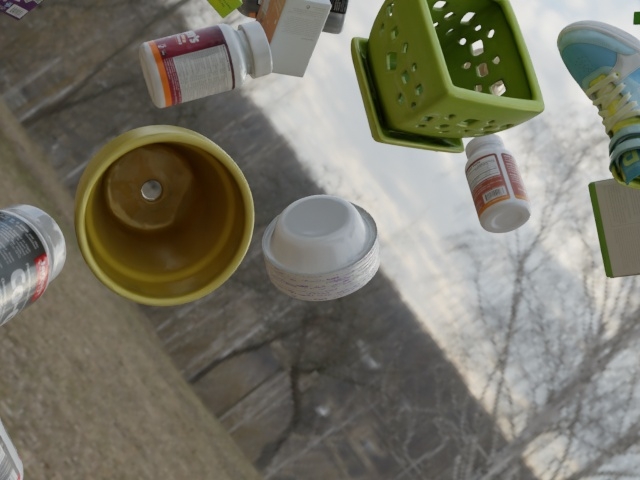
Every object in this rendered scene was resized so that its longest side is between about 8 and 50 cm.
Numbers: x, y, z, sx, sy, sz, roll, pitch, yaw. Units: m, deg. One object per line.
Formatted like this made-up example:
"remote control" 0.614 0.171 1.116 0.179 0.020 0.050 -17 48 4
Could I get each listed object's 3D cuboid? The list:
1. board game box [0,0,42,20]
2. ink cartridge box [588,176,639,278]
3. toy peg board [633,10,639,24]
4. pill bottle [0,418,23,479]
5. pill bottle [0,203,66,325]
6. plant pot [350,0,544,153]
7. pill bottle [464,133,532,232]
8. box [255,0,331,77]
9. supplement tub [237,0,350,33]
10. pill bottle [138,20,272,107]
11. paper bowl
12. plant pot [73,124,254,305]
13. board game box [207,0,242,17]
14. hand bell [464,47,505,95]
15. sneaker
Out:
"board game box" -0.594 -0.522 1.727 0.347 0.208 0.056 20 47 -59
"ink cartridge box" 0.647 -0.041 1.814 0.255 0.097 0.189 -10 -88 42
"toy peg board" 0.492 -0.361 1.353 0.079 0.161 0.160 8 14 32
"pill bottle" -0.687 0.392 1.870 0.176 0.176 0.318 50 -24 30
"pill bottle" -0.490 0.047 1.410 0.161 0.161 0.283 53 20 -5
"plant pot" 0.188 -0.266 1.570 0.227 0.207 0.228 3 64 -38
"pill bottle" 0.400 -0.134 2.242 0.121 0.121 0.216 58 18 -55
"box" -0.060 -0.423 1.883 0.130 0.091 0.170 -107 -149 -43
"supplement tub" -0.080 -0.626 2.393 0.316 0.193 0.193 11 -3 -2
"pill bottle" -0.208 -0.324 1.778 0.121 0.221 0.121 163 -90 -77
"paper bowl" 0.000 0.000 2.361 0.284 0.284 0.148 48 -25 46
"plant pot" -0.245 -0.057 1.479 0.254 0.254 0.239 54 -3 -22
"board game box" -0.199 -0.448 1.556 0.181 0.043 0.092 46 18 -34
"hand bell" 0.422 -0.398 2.249 0.126 0.126 0.242 53 -8 -9
"sneaker" 0.509 -0.216 1.652 0.319 0.208 0.127 39 -39 -11
